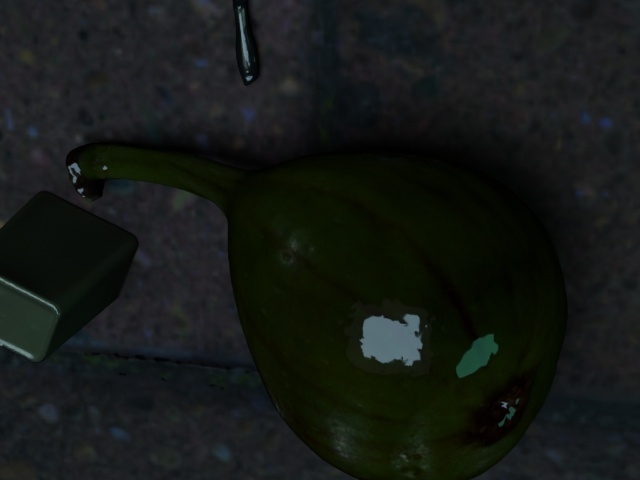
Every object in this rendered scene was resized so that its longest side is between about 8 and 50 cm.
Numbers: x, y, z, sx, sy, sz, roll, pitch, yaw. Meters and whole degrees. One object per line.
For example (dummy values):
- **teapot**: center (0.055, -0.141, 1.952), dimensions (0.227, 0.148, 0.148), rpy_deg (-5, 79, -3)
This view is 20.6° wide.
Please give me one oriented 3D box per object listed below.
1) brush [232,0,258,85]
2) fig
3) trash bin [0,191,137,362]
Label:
- **brush**: center (-0.039, -0.114, 0.837), dimensions (0.024, 0.008, 0.083), rpy_deg (-1, 111, 13)
- **fig**: center (0.000, 0.000, 0.833), dimensions (0.259, 0.151, 0.151), rpy_deg (41, 120, 28)
- **trash bin**: center (-0.138, 0.018, 0.874), dimensions (0.061, 0.092, 0.043), rpy_deg (26, 114, 4)
